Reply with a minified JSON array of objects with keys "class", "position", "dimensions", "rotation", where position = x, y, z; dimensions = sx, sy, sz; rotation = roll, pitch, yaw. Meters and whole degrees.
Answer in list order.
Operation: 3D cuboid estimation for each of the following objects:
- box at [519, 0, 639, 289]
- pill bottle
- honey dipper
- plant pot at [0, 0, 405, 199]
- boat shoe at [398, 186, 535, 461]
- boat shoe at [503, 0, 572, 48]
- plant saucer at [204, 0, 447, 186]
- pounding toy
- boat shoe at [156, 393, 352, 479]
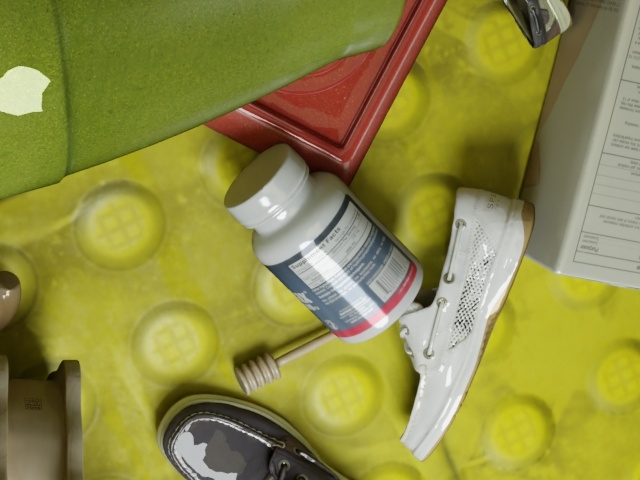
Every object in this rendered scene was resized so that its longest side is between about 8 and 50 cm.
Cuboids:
[{"class":"box","position":[0.300,-0.116,1.458],"dimensions":[0.148,0.121,0.311],"rotation":[11,100,-20]},{"class":"pill bottle","position":[0.000,0.000,1.399],"dimensions":[0.108,0.108,0.180],"rotation":[-46,111,-3]},{"class":"honey dipper","position":[-0.006,0.102,1.467],"dimensions":[0.161,0.030,0.030],"rotation":[-25,110,-14]},{"class":"plant pot","position":[-0.132,-0.232,1.160],"dimensions":[0.353,0.366,0.366],"rotation":[-12,107,-15]},{"class":"boat shoe","position":[0.119,0.078,1.473],"dimensions":[0.096,0.098,0.277],"rotation":[20,102,3]},{"class":"boat shoe","position":[0.180,-0.245,1.423],"dimensions":[0.049,0.056,0.152],"rotation":[-45,112,-9]},{"class":"plant saucer","position":[-0.019,-0.204,1.375],"dimensions":[0.258,0.048,0.259],"rotation":[26,95,-22]},{"class":"pounding toy","position":[-0.293,0.174,1.314],"dimensions":[0.155,0.269,0.154],"rotation":[6,141,-19]},{"class":"boat shoe","position":[-0.029,0.245,1.459],"dimensions":[0.285,0.092,0.103],"rotation":[39,90,-22]}]
